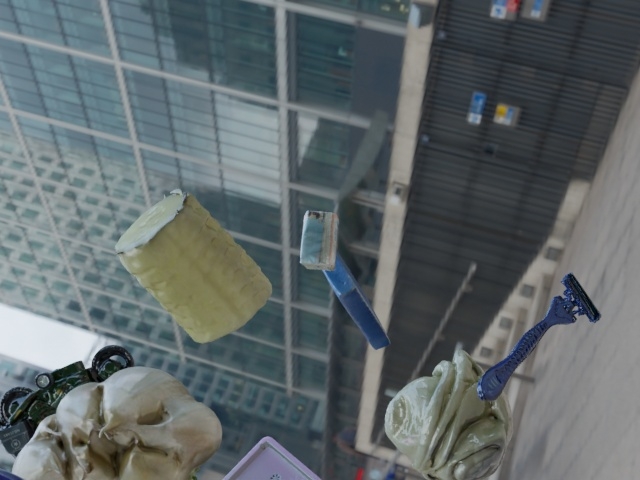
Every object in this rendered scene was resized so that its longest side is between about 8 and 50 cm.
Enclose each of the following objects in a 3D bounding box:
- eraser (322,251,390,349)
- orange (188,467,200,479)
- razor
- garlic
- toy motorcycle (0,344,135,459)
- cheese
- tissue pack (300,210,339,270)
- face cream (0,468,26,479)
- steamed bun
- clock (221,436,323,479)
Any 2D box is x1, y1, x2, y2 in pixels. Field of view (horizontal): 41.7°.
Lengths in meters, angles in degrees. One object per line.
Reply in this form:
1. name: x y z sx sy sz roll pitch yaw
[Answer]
1. eraser: 0.058 0.103 1.633 0.144 0.042 0.312 61 -178 30
2. orange: -0.411 0.533 1.846 0.300 0.223 0.301 -25 -15 -16
3. razor: 0.341 0.170 1.364 0.324 0.093 0.056 -33 -3 -37
4. garlic: -0.278 0.263 1.150 0.203 0.281 0.185 72 -161 -69
5. toy motorcycle: -0.435 0.311 1.483 0.125 0.274 0.187 31 -143 -85
6. cheese: -0.151 0.033 1.003 0.123 0.167 0.094 -36 26 7
7. tissue pack: 0.000 0.000 1.436 0.074 0.058 0.095 58 -143 -76
8. face cream: -0.261 0.257 0.573 0.111 0.205 0.206 119 172 -68
9. steamed bun: 0.299 0.412 1.821 0.268 0.207 0.280 -42 -50 0
10. clock: -0.065 0.421 1.315 0.150 0.197 0.063 -44 -43 -20
